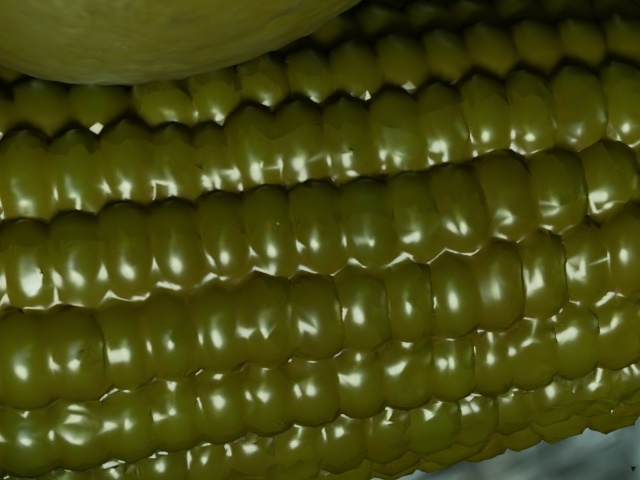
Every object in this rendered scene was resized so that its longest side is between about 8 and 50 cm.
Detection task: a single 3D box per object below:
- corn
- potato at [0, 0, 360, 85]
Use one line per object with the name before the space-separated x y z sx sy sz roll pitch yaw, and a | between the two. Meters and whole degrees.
corn | 0.000 0.000 0.461 0.322 0.119 0.119 -10 115 -9
potato | -0.033 -0.105 0.374 0.178 0.203 0.158 14 125 -19
